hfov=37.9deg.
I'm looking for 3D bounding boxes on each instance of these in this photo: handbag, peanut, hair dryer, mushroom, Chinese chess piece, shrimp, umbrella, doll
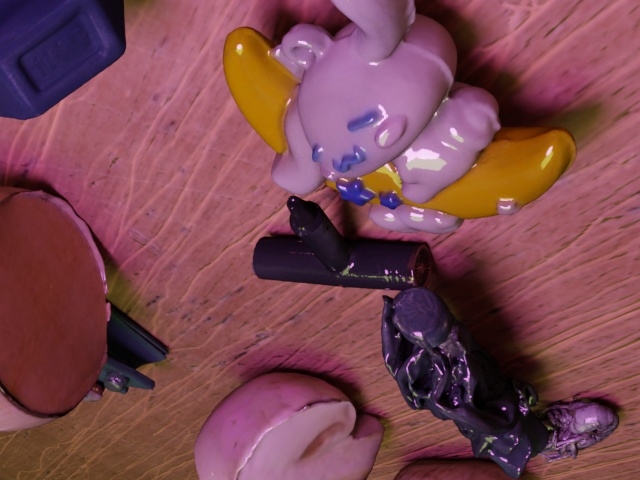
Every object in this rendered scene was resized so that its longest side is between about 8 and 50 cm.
[{"bbox_3d":[-0.388,0.129,1.270,0.269,0.100,0.274,-6,140,38],"label":"handbag"},{"bbox_3d":[0.178,0.359,1.257,0.137,0.122,0.253,33,152,-34],"label":"peanut"},{"bbox_3d":[-0.015,-0.002,0.821,0.173,0.050,0.195,1,162,28],"label":"hair dryer"},{"bbox_3d":[-0.047,0.219,1.193,0.236,0.173,0.162,-2,122,-36],"label":"mushroom"},{"bbox_3d":[-0.326,0.071,0.978,0.104,0.257,0.257,-7,141,19],"label":"Chinese chess piece"},{"bbox_3d":[0.260,0.212,1.029,0.065,0.056,0.165,22,144,-33],"label":"shrimp"},{"bbox_3d":[0.129,0.133,0.887,0.143,0.094,0.349,28,170,29],"label":"umbrella"},{"bbox_3d":[0.042,-0.085,0.634,0.237,0.111,0.252,35,157,-19],"label":"doll"}]

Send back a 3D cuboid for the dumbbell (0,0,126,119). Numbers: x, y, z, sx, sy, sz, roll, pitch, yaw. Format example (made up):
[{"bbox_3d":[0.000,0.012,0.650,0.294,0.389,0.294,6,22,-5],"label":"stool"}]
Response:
[{"bbox_3d":[-0.237,-0.221,0.559,0.156,0.143,0.316,8,147,22],"label":"dumbbell"}]
